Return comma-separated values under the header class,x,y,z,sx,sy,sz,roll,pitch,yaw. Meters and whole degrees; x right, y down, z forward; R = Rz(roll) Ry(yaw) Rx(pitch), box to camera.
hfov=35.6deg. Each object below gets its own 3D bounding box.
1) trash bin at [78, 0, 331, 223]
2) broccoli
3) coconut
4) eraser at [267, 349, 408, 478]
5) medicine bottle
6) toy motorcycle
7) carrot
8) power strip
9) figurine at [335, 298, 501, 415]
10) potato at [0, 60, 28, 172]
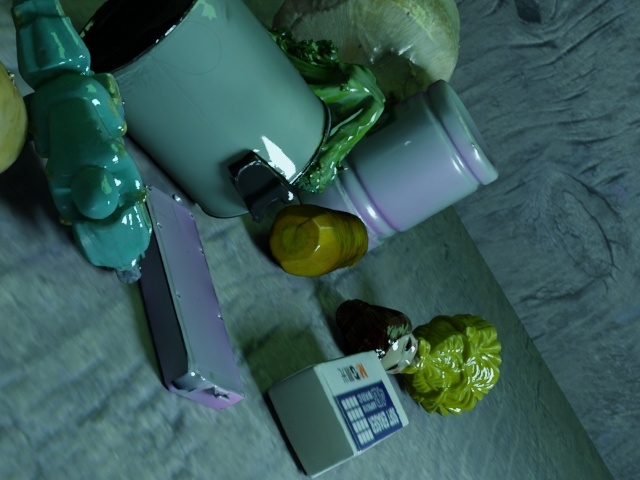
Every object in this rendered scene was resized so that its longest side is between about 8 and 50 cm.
class,x,y,z,sx,sy,sz,roll,pitch,yaw
trash bin,-0.146,-0.191,1.247,0.262,0.217,0.277,48,12,-37
broccoli,-0.024,-0.209,1.613,0.265,0.245,0.295,38,30,-53
coconut,0.082,-0.370,1.997,0.405,0.404,0.405,53,17,-24
eraser,0.031,0.220,1.316,0.124,0.081,0.279,63,16,10
medicine bottle,0.138,-0.125,1.825,0.212,0.325,0.212,52,16,-22
toy motorcycle,-0.226,-0.085,0.933,0.198,0.109,0.297,-140,-147,-75
carrot,0.000,0.000,1.571,0.114,0.114,0.302,62,13,8
power strip,-0.154,0.059,1.104,0.109,0.037,0.279,37,28,-55
figurine,0.153,0.187,1.643,0.315,0.187,0.168,22,44,-53
potato,-0.306,-0.114,0.810,0.118,0.109,0.178,42,3,19
